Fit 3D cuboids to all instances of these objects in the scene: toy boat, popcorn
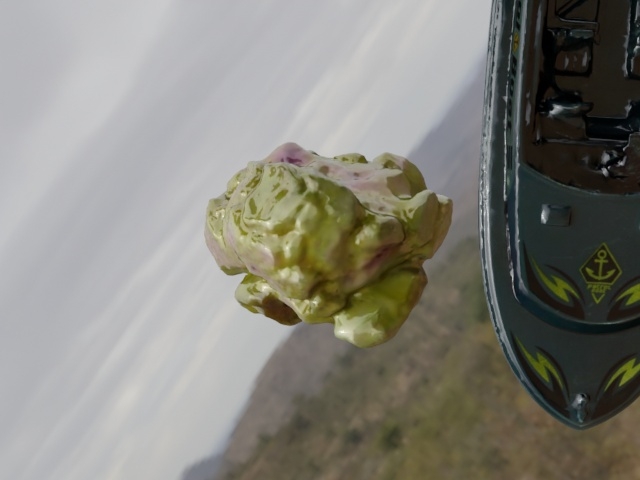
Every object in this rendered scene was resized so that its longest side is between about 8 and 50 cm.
[{"bbox_3d":[0.107,-0.050,0.577,0.103,0.093,0.246,-93,8,-84],"label":"toy boat"},{"bbox_3d":[-0.001,-0.002,0.699,0.097,0.109,0.089,-1,-74,-70],"label":"popcorn"}]
